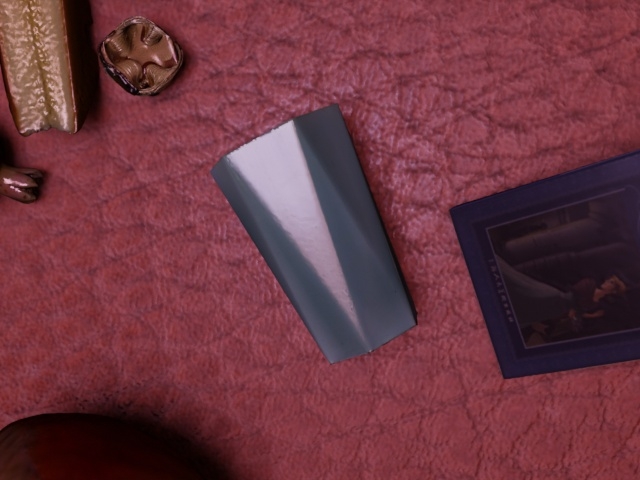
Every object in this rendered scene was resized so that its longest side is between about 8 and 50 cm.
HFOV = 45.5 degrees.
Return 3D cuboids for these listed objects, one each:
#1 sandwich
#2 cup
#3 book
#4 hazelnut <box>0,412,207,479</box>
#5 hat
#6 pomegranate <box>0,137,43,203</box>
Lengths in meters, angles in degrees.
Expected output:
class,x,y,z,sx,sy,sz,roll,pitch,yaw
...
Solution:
class,x,y,z,sx,sy,sz,roll,pitch,yaw
sandwich,-0.298,-0.228,0.826,0.090,0.088,0.244,-8,90,1
cup,0.000,0.000,0.777,0.134,0.148,0.236,-26,94,-16
book,0.267,0.023,0.722,0.269,0.025,0.191,-17,92,38
hazelnut,-0.262,0.377,0.746,0.359,0.359,0.409,41,108,4
hat,-0.192,-0.193,0.823,0.077,0.059,0.076,44,84,-2
pomegranate,-0.382,-0.079,0.842,0.142,0.114,0.114,21,99,-17
